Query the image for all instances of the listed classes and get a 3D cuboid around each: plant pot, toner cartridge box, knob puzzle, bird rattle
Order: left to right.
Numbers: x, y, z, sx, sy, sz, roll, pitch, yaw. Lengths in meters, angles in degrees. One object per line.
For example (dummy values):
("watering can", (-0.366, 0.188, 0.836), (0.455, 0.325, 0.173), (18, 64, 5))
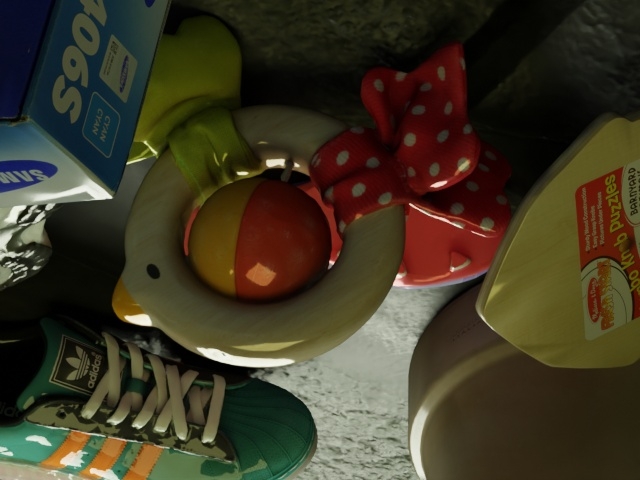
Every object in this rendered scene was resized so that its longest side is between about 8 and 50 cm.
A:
("toner cartridge box", (-0.240, -0.096, 0.870), (0.347, 0.165, 0.075), (-3, 152, 29))
("bird rattle", (-0.018, -0.019, 1.043), (0.253, 0.207, 0.143), (16, 159, 5))
("knob puzzle", (0.174, -0.002, 1.069), (0.213, 0.030, 0.213), (-16, 128, -22))
("plant pot", (0.210, 0.212, 1.204), (0.323, 0.280, 0.323), (5, 139, 4))

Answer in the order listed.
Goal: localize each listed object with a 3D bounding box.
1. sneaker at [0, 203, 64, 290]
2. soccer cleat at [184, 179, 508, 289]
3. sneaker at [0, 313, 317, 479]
("sneaker", (-0.262, -0.052, 1.111), (0.158, 0.182, 0.410), (-25, 171, -30))
("soccer cleat", (0.000, 0.000, 1.158), (0.248, 0.083, 0.095), (-4, 168, 7))
("sneaker", (-0.155, 0.122, 1.290), (0.302, 0.108, 0.121), (3, 144, 8))
